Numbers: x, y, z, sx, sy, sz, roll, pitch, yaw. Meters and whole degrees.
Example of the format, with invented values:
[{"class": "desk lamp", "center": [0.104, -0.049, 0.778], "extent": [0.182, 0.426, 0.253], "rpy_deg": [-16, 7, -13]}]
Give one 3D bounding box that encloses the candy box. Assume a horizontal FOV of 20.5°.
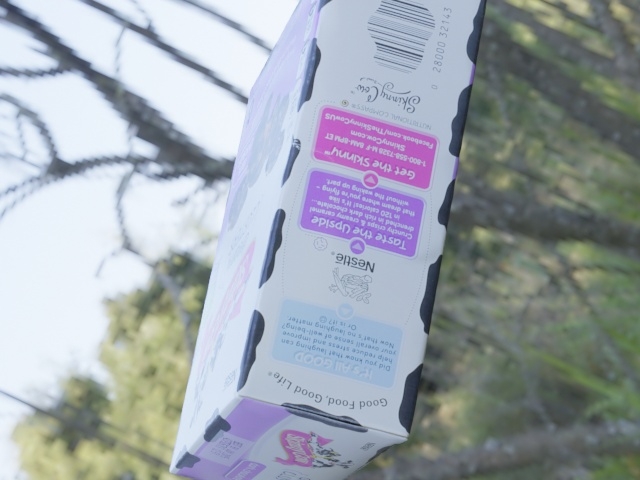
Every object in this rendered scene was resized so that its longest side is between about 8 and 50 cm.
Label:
[{"class": "candy box", "center": [0.000, 0.000, 0.750], "extent": [0.165, 0.070, 0.196], "rpy_deg": [129, 154, -67]}]
